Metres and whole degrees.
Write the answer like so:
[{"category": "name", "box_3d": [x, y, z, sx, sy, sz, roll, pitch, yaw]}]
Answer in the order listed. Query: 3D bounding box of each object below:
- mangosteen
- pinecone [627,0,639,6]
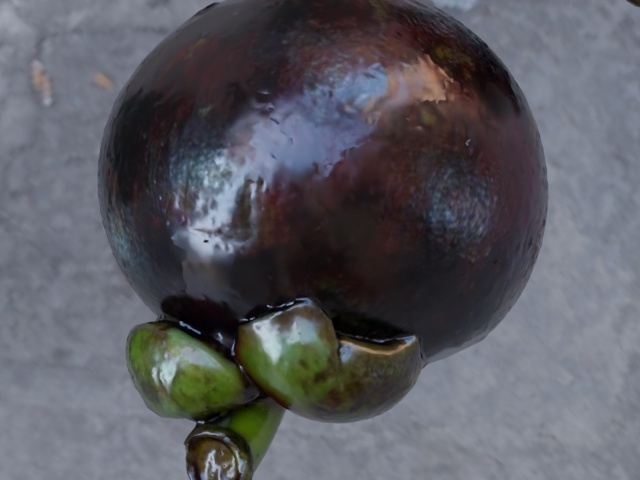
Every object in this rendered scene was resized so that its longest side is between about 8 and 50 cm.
[{"category": "mangosteen", "box_3d": [0.000, 0.000, 1.181, 0.306, 0.306, 0.359, -4, 79, 24]}, {"category": "pinecone", "box_3d": [0.287, -0.323, 1.245, 0.384, 0.384, 0.384, -10, 63, 21]}]
